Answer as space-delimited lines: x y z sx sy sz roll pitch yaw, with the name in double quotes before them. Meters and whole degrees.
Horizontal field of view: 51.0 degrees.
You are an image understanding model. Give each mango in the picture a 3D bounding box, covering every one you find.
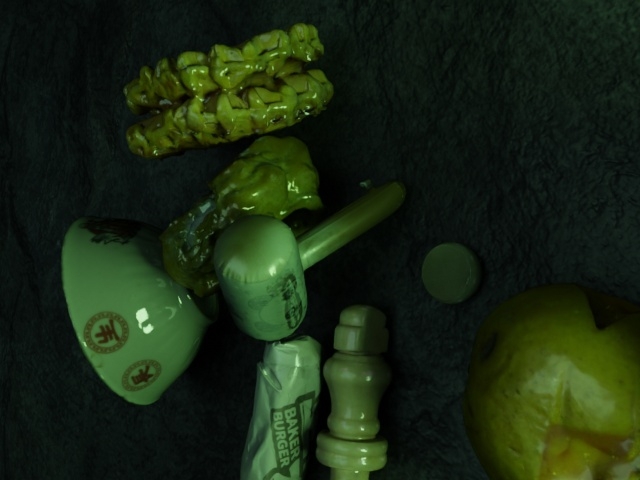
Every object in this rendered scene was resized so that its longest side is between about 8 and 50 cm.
"mango" 0.304 0.214 0.705 0.253 0.182 0.365 -44 72 24

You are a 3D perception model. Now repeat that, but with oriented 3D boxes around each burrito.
"burrito" -0.070 0.345 1.015 0.101 0.139 0.445 12 101 10

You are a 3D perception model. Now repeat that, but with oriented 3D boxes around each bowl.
"bowl" -0.270 0.093 1.130 0.157 0.337 0.337 -19 72 8

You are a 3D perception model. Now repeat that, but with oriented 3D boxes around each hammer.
"hammer" 0.000 0.000 0.917 0.305 0.202 0.113 -35 63 -19

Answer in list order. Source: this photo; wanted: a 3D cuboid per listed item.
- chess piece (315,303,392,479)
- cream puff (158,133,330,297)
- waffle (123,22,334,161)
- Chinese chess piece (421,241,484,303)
"chess piece" 0.044 0.288 0.944 0.117 0.117 0.397 0 84 39
"cream puff" -0.102 -0.023 1.016 0.282 0.282 0.185 -38 99 30
"waffle" -0.150 -0.222 1.047 0.324 0.261 0.151 -12 102 38
"Chinese chess piece" 0.177 0.044 0.904 0.084 0.034 0.084 -4 84 41
